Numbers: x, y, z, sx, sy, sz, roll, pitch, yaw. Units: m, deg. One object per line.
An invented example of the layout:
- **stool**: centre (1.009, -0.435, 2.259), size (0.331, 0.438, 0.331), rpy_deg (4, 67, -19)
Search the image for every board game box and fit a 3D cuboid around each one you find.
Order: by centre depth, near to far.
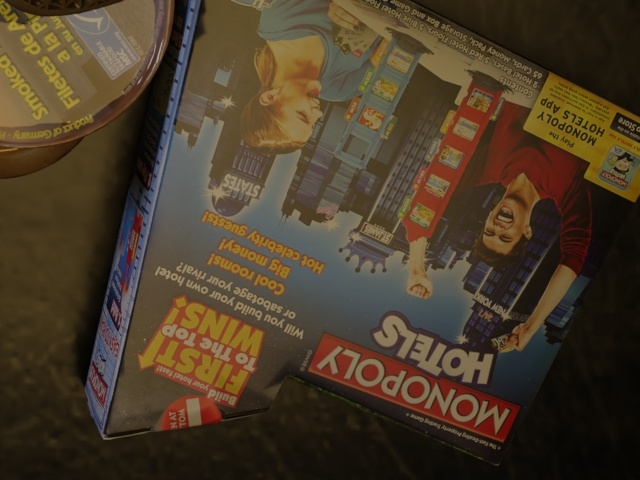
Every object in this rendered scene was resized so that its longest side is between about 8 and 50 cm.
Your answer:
- **board game box**: centre (0.000, 0.000, 0.748), size (0.194, 0.060, 0.194), rpy_deg (25, 98, -17)

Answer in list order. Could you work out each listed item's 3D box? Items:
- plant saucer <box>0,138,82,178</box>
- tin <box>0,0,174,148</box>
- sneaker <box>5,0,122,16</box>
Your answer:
- **plant saucer**: centre (-0.119, -0.062, 0.729), size (0.083, 0.015, 0.083), rpy_deg (-3, 104, -12)
- **tin**: centre (-0.131, -0.118, 0.690), size (0.106, 0.040, 0.189), rpy_deg (-38, 102, -13)
- **sneaker**: centre (-0.056, -0.147, 0.672), size (0.188, 0.071, 0.066), rpy_deg (-43, 144, -25)
